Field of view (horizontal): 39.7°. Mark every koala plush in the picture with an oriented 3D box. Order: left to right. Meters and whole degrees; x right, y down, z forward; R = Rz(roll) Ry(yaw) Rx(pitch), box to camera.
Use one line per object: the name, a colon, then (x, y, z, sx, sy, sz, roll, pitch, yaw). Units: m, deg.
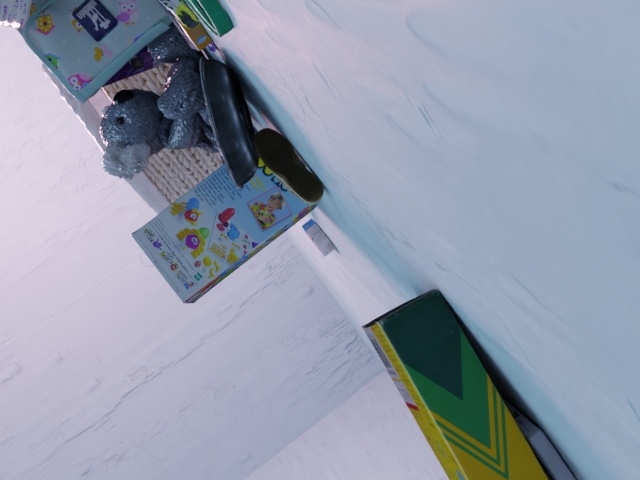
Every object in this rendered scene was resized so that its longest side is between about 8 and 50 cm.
koala plush: (-0.269, -0.203, 1.476, 0.203, 0.221, 0.196, 55, -167, -49)

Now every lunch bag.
lunch bag: (-0.362, -0.360, 1.402, 0.262, 0.223, 0.160, 49, 180, 35)

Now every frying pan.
frying pan: (-0.126, -0.172, 1.341, 0.326, 0.053, 0.197, -3, -102, -85)

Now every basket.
basket: (-0.361, -0.273, 1.905, 0.328, 0.266, 0.331, 52, 177, 19)

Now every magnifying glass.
magnifying glass: (-0.169, -0.309, 1.029, 0.231, 0.026, 0.092, 51, 176, 37)

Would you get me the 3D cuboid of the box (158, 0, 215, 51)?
box: (-0.201, -0.324, 1.276, 0.136, 0.028, 0.081, 56, 175, -21)

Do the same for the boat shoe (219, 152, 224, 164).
boat shoe: (-0.129, -0.129, 1.720, 0.092, 0.102, 0.285, 57, 175, 32)

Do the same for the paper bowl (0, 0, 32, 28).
paper bowl: (-0.472, -0.446, 1.226, 0.284, 0.148, 0.284, -176, 90, -65)

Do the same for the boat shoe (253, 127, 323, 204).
boat shoe: (-0.047, -0.102, 1.268, 0.135, 0.050, 0.045, 52, 171, 13)

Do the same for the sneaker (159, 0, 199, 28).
sneaker: (-0.198, -0.322, 1.215, 0.083, 0.031, 0.035, 53, 177, -6)

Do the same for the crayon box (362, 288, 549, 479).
crayon box: (0.167, 0.217, 1.026, 0.319, 0.081, 0.202, 61, 175, 5)

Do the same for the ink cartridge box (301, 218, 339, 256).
ink cartridge box: (0.000, 0.000, 1.816, 0.083, 0.028, 0.048, 50, 176, 30)

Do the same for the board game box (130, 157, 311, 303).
board game box: (-0.154, -0.033, 1.487, 0.144, 0.275, 0.142, 52, 177, 2)

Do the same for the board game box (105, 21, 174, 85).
board game box: (-0.406, -0.411, 1.607, 0.347, 0.208, 0.056, 50, 151, 33)

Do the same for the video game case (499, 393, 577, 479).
video game case: (0.264, 0.265, 1.056, 0.190, 0.022, 0.173, 54, 176, -17)
